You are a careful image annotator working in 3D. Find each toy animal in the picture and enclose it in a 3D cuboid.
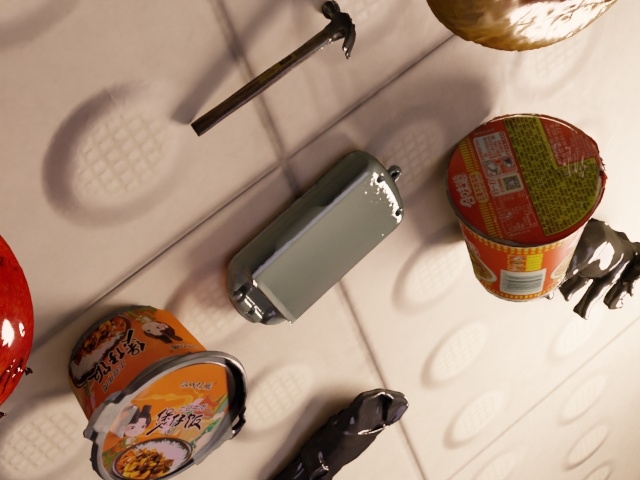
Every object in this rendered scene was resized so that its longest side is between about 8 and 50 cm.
[{"bbox_3d":[0.423,0.046,1.596,0.146,0.114,0.245,-53,145,12],"label":"toy animal"}]

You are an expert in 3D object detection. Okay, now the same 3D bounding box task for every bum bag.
[{"bbox_3d":[0.022,0.302,1.496,0.123,0.060,0.248,17,114,-53],"label":"bum bag"}]

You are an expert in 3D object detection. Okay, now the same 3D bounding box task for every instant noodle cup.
[{"bbox_3d":[-0.179,0.147,1.073,0.177,0.125,0.208,-44,146,0],"label":"instant noodle cup"},{"bbox_3d":[0.256,-0.025,1.317,0.193,0.193,0.212,-37,152,-11],"label":"instant noodle cup"}]

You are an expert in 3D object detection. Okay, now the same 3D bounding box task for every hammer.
[{"bbox_3d":[-0.043,-0.153,0.975,0.182,0.062,0.017,-37,144,-1],"label":"hammer"}]

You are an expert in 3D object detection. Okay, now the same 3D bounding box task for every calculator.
[{"bbox_3d":[0.000,0.000,1.176,0.246,0.045,0.141,-42,145,-4],"label":"calculator"}]

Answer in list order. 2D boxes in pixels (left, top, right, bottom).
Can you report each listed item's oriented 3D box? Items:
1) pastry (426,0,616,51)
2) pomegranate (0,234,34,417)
[{"bbox_3d":[0.222,-0.335,0.968,0.356,0.164,0.356,-28,148,-20],"label":"pastry"},{"bbox_3d":[-0.329,0.057,0.764,0.235,0.210,0.210,15,117,-24],"label":"pomegranate"}]
